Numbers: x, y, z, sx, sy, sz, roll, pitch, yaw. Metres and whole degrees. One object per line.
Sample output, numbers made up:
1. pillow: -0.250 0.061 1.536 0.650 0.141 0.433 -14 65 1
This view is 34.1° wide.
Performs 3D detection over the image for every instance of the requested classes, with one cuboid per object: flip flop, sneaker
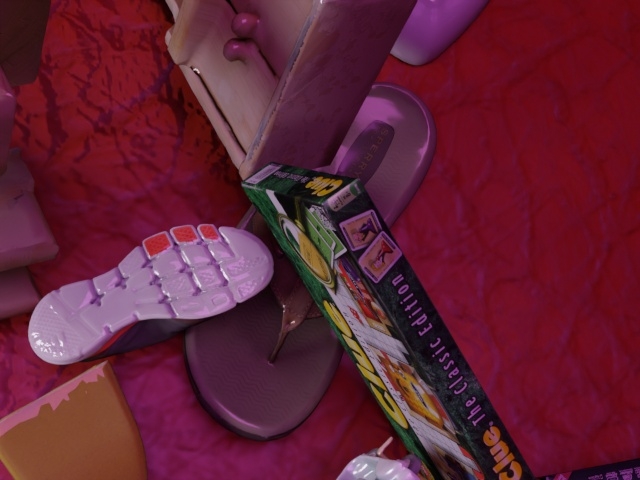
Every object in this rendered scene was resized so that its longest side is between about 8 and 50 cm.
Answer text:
1. flip flop: 0.000 0.000 0.700 0.112 0.080 0.277 32 71 0
2. sneaker: -0.103 0.036 0.661 0.158 0.065 0.061 -18 72 3

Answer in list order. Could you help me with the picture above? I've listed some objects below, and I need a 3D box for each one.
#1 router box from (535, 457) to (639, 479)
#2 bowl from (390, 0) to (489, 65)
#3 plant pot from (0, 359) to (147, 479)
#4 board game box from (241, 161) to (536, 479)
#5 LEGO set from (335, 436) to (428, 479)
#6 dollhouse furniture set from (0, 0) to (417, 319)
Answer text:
1. router box: 0.208 0.195 0.700 0.122 0.038 0.092 -8 75 -13
2. bowl: 0.070 -0.223 0.798 0.142 0.053 0.142 39 69 2
3. plant pot: -0.148 0.130 0.635 0.081 0.081 0.083 -29 90 -18
4. board game box: 0.049 0.072 0.606 0.030 0.136 0.260 -35 108 -11
5. LEGO set: 0.097 0.251 0.624 0.287 0.132 0.107 46 79 -1
6. dollhouse furniture set: -0.186 -0.155 0.579 0.394 0.362 0.256 -14 61 -32
